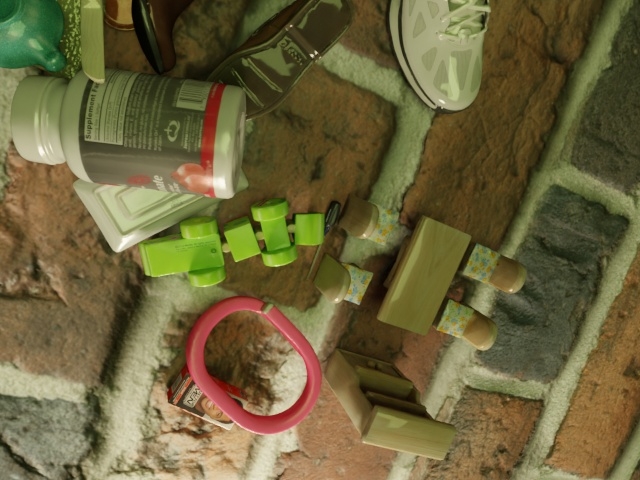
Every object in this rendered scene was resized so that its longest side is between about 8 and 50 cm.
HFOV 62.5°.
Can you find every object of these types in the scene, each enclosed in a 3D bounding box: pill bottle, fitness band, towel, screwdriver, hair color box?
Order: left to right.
[{"bbox_3d":[-0.406,-0.330,0.821,0.110,0.027,0.148,22,98,-16],"label":"towel"},{"bbox_3d":[-0.282,-0.168,0.813,0.318,0.176,0.176,7,102,-4],"label":"pill bottle"},{"bbox_3d":[-0.221,0.308,1.037,0.141,0.043,0.072,32,91,-23],"label":"hair color box"},{"bbox_3d":[-0.123,0.242,1.020,0.209,0.054,0.291,-45,108,-17],"label":"fitness band"},{"bbox_3d":[0.000,0.000,1.045,0.025,0.024,0.170,27,102,8],"label":"screwdriver"}]

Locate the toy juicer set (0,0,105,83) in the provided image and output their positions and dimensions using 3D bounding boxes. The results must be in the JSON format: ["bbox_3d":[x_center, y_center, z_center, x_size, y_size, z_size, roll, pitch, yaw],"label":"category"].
[{"bbox_3d":[-0.427,-0.346,0.760,0.329,0.089,0.209,15,78,0],"label":"toy juicer set"}]

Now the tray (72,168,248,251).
[{"bbox_3d":[-0.273,-0.097,0.927,0.270,0.030,0.145,-28,111,-9],"label":"tray"}]

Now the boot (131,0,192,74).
[{"bbox_3d":[-0.165,-0.413,0.860,0.280,0.096,0.264,-11,97,-24],"label":"boot"}]

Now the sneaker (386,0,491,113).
[{"bbox_3d":[0.229,-0.432,0.876,0.169,0.257,0.447,-18,108,-12],"label":"sneaker"}]

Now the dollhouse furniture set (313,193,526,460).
[{"bbox_3d":[0.182,0.160,1.011,0.362,0.256,0.394,20,97,-21],"label":"dollhouse furniture set"}]

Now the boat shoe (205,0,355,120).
[{"bbox_3d":[-0.075,-0.311,0.898,0.307,0.104,0.111,-32,121,10],"label":"boat shoe"}]

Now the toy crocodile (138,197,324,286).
[{"bbox_3d":[-0.152,-0.002,0.959,0.340,0.105,0.115,-14,108,-9],"label":"toy crocodile"}]

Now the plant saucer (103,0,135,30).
[{"bbox_3d":[-0.318,-0.382,0.849,0.083,0.013,0.083,-4,106,-16],"label":"plant saucer"}]
